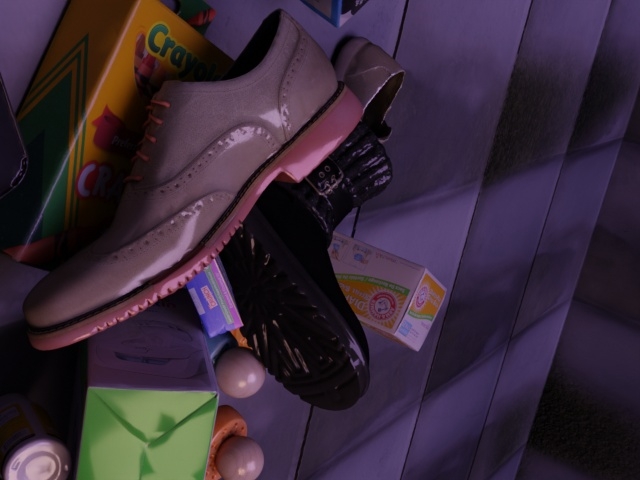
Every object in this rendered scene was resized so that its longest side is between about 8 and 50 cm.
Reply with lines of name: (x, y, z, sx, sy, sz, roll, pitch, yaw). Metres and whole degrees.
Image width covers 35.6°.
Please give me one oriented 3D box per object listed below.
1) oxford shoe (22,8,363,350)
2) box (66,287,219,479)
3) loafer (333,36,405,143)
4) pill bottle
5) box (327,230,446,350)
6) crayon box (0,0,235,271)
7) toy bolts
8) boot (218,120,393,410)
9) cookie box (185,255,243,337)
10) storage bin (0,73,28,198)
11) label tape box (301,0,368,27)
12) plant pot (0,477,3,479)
oxford shoe: (-0.136, -0.063, 0.921, 0.397, 0.140, 0.146, -45, 115, -27)
box: (-0.192, 0.207, 1.029, 0.127, 0.231, 0.262, 5, 112, -16)
loafer: (0.041, -0.138, 1.354, 0.102, 0.092, 0.268, -9, 118, -59)
pill bottle: (-0.290, 0.196, 0.974, 0.065, 0.116, 0.065, -12, 115, -26)
box: (0.060, 0.064, 1.418, 0.103, 0.203, 0.114, -64, 153, -7)
crayon box: (-0.190, -0.115, 0.970, 0.202, 0.081, 0.318, 27, 86, -62)
toy bolts: (-0.113, 0.172, 1.237, 0.218, 0.158, 0.228, -48, 147, -33)
boot: (0.002, -0.002, 1.177, 0.131, 0.348, 0.260, -30, -177, 46)
cookie box: (-0.119, 0.039, 1.039, 0.040, 0.107, 0.091, -22, 111, -3)
storage bin: (-0.327, -0.062, 0.760, 0.180, 0.084, 0.122, -45, 145, -35)
label tape box: (0.101, -0.430, 1.075, 0.348, 0.115, 0.249, -43, 166, -14)
plant pot: (-0.356, 0.255, 0.882, 0.167, 0.167, 0.165, -60, 161, -14)
